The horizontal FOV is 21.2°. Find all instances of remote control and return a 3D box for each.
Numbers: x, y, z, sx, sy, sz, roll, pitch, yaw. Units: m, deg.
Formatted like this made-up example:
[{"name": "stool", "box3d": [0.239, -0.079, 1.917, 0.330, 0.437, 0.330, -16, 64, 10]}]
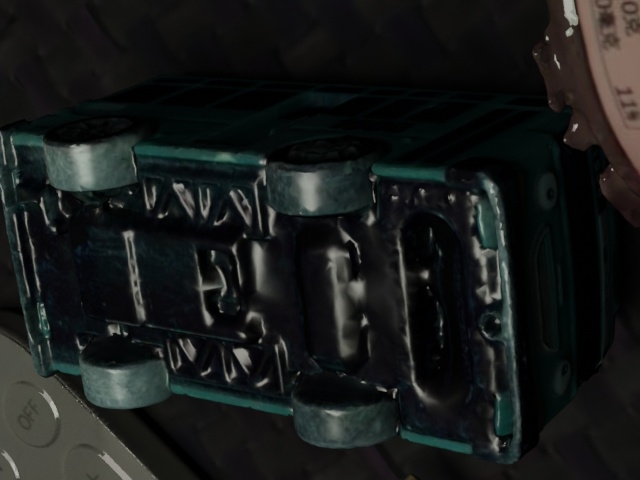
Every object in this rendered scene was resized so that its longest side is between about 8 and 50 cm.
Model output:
[{"name": "remote control", "box3d": [-0.045, 0.118, 0.568, 0.245, 0.022, 0.077, 44, 126, 11]}]

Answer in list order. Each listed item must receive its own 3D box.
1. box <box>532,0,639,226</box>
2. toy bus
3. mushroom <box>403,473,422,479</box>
[{"name": "box", "box3d": [0.123, -0.061, 0.324, 0.135, 0.151, 0.151, 3, 109, 40]}, {"name": "toy bus", "box3d": [0.000, 0.000, 0.453, 0.160, 0.092, 0.079, 7, 113, 37]}, {"name": "mushroom", "box3d": [0.096, 0.207, 0.506, 0.068, 0.043, 0.306, -37, 85, 18]}]
